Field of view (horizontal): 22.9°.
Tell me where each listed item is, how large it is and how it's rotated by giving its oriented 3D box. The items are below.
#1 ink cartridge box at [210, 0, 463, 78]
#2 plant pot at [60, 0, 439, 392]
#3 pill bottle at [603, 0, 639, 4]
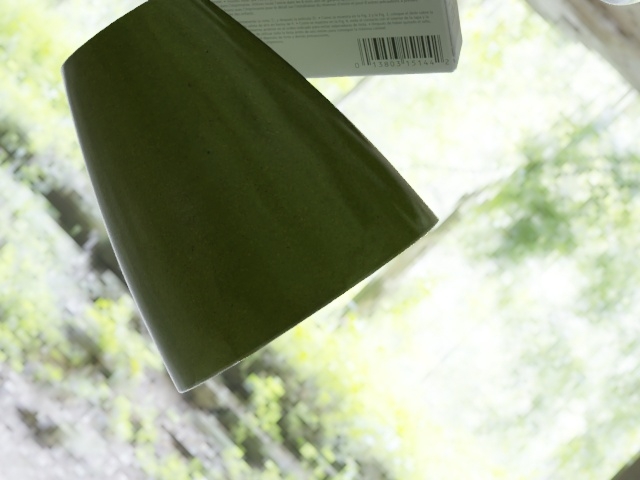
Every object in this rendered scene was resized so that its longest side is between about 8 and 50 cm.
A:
[{"bbox_3d":[-0.025,-0.277,1.530,0.066,0.296,0.261,-74,157,-47],"label":"ink cartridge box"},{"bbox_3d":[-0.090,-0.064,1.381,0.293,0.275,0.275,56,-5,-1],"label":"plant pot"},{"bbox_3d":[0.305,-0.329,1.617,0.124,0.124,0.221,44,-5,21],"label":"pill bottle"}]
